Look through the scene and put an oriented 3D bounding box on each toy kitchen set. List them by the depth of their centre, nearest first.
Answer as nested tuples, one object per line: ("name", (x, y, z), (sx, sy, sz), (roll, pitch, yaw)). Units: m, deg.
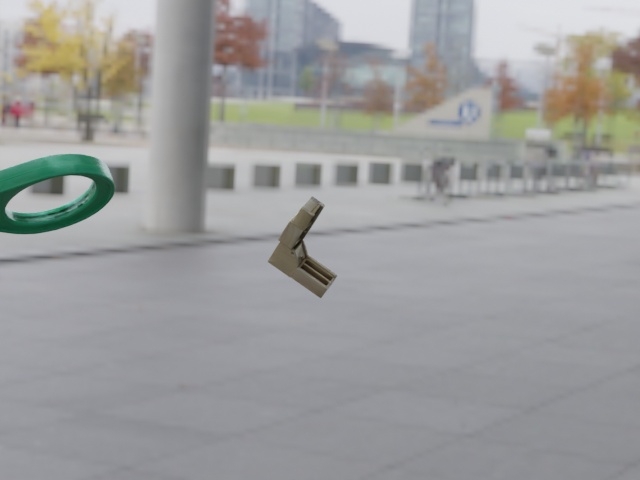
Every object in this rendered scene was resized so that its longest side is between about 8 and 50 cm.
("toy kitchen set", (0.000, 0.000, 1.639), (0.075, 0.083, 0.068), (35, 33, 4))

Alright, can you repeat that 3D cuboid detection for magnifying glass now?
("magnifying glass", (-0.265, -0.029, 1.113), (0.231, 0.026, 0.092), (-10, -25, -31))
